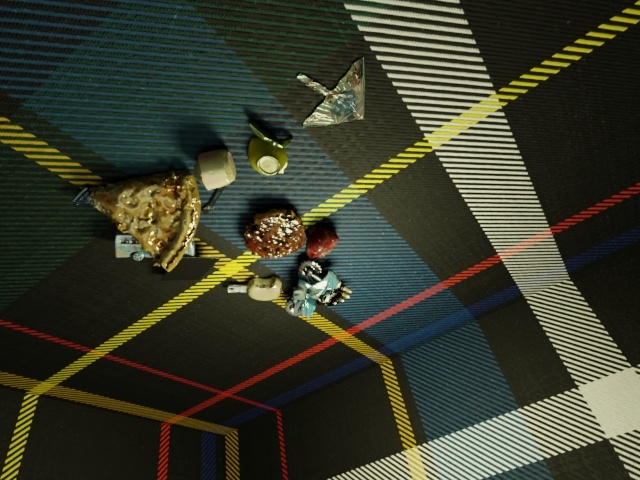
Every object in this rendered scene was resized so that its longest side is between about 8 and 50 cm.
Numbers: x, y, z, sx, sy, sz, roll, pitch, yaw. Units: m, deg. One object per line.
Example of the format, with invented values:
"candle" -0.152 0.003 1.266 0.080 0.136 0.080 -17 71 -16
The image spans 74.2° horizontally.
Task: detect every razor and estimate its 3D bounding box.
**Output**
"razor" -0.828 -0.097 1.720 0.093 0.056 0.324 -44 118 10

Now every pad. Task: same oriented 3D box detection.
"pad" -0.622 0.137 2.010 0.202 0.005 0.299 2 155 -35

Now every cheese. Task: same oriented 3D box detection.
"cheese" -0.350 0.255 2.249 0.286 0.082 0.163 2 136 -15

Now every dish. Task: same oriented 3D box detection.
"dish" -0.203 -0.309 1.659 0.148 0.080 0.207 -30 135 19

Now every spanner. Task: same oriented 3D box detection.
"spanner" -0.447 -0.180 1.788 0.046 0.012 0.208 19 130 -30

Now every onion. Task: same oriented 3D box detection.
"onion" 0.000 0.000 2.027 0.183 0.147 0.184 -28 172 -4

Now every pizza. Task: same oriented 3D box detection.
"pizza" -0.628 -0.117 1.684 0.391 0.080 0.435 -36 121 6

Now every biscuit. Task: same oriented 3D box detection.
"biscuit" -0.214 -0.033 1.964 0.289 0.081 0.334 -8 143 -7

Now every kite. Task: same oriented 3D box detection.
"kite" 0.050 -0.523 1.537 0.314 0.012 0.335 24 126 -34

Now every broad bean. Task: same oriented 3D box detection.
"broad bean" -0.192 -0.391 1.584 0.195 0.061 0.046 14 172 -33

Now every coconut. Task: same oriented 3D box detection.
"coconut" -0.406 -0.268 1.607 0.152 0.147 0.147 -15 139 -1

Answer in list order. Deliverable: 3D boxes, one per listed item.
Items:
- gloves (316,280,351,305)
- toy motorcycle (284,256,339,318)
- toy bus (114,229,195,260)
"gloves" 0.073 0.297 2.368 0.203 0.124 0.165 -4 120 1
"toy motorcycle" -0.044 0.269 2.247 0.232 0.172 0.416 17 124 -6
"toy bus" -0.722 0.008 1.863 0.329 0.109 0.136 1 126 -17
